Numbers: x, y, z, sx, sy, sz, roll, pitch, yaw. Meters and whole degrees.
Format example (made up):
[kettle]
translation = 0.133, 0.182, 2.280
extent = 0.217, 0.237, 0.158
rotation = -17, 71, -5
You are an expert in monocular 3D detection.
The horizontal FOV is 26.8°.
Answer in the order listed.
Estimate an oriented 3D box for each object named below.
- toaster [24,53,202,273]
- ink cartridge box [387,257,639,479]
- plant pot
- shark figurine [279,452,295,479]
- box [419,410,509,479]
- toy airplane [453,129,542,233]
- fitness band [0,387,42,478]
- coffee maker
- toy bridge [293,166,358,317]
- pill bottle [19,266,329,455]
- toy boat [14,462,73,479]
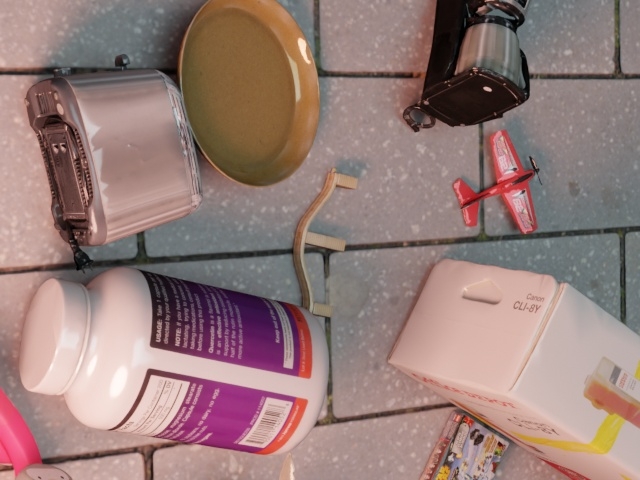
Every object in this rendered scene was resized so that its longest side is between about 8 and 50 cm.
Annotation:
[toaster]
translation = -0.225, -0.089, 1.496
extent = 0.146, 0.129, 0.227
rotation = -17, 99, -31
[ink cartridge box]
translation = 0.321, 0.193, 1.738
extent = 0.385, 0.279, 0.160
rotation = 34, 77, -26
[plant pot]
translation = -0.089, -0.179, 1.591
extent = 0.236, 0.032, 0.236
rotation = 6, 82, -48
[shark figurine]
translation = -0.041, 0.336, 1.622
extent = 0.166, 0.278, 0.116
rotation = -32, 68, 4
[box]
translation = 0.188, 0.311, 1.810
extent = 0.094, 0.027, 0.137
rotation = 35, 75, -28
[toy airplane]
translation = 0.240, -0.067, 1.822
extent = 0.151, 0.028, 0.151
rotation = -1, 91, -29
[fitness band]
translation = -0.381, 0.253, 1.388
extent = 0.291, 0.054, 0.209
rotation = 69, 33, -42
[coffee maker]
translation = 0.186, -0.249, 1.725
extent = 0.120, 0.171, 0.178
rotation = 47, 46, -49
[toy bridge]
translation = 0.000, 0.000, 1.687
extent = 0.063, 0.026, 0.188
rotation = 12, 86, -29
[pill bottle]
translation = -0.163, 0.134, 1.511
extent = 0.323, 0.181, 0.181
rotation = 15, 85, -29
[toy boat]
translation = -0.233, 0.368, 1.493
extent = 0.267, 0.148, 0.318
rotation = -41, 137, -19
